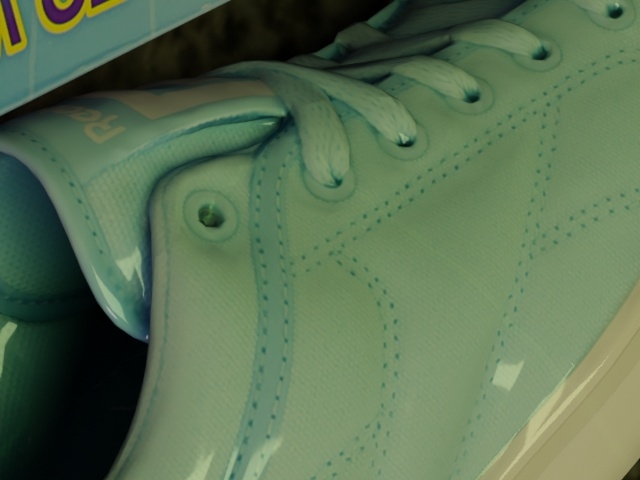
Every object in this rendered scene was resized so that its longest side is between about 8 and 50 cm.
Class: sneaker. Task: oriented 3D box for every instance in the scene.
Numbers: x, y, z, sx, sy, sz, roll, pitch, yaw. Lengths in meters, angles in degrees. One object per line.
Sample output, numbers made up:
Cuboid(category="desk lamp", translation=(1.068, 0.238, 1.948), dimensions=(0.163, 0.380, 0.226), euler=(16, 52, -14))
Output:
Cuboid(category="sneaker", translation=(0.000, 0.000, 0.427), dimensions=(0.150, 0.135, 0.366), euler=(51, 58, -32))

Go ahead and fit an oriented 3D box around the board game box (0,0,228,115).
Cuboid(category="board game box", translation=(-0.028, -0.202, 0.319), dimensions=(0.308, 0.086, 0.302), euler=(-34, 135, -43))
